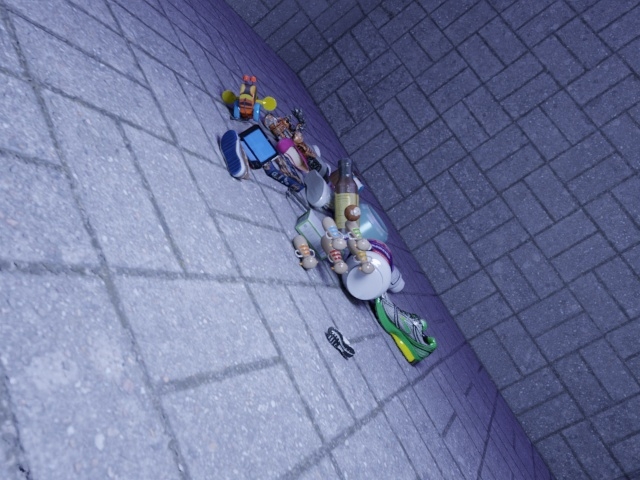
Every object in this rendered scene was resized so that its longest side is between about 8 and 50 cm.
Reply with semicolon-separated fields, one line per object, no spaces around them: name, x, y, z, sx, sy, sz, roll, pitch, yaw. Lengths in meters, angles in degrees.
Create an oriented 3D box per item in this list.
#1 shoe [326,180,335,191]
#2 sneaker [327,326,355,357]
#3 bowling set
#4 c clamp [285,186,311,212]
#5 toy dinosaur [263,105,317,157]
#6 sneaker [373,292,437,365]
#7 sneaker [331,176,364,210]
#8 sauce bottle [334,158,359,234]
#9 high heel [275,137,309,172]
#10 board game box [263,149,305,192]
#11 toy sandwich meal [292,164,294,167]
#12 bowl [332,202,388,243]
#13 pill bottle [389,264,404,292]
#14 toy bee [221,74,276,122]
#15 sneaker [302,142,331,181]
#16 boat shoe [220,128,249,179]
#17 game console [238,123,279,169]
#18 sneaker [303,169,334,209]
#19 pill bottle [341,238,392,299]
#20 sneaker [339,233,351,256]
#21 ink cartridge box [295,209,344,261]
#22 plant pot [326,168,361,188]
shoe;0.050;-0.249;2.339;0.081;0.063;0.178;48;12;-8
sneaker;0.052;0.280;1.299;0.109;0.040;0.044;54;-1;-19
bowling set;0.072;0.001;1.474;0.286;0.200;0.154;-2;48;-30
c clamp;-0.083;-0.146;1.811;0.160;0.022;0.137;44;14;-32
toy dinosaur;-0.144;-0.494;2.194;0.322;0.164;0.218;61;21;-45
sneaker;0.327;0.314;1.836;0.344;0.146;0.134;52;16;-7
sneaker;0.108;-0.219;2.174;0.092;0.228;0.087;52;45;6
sauce bottle;0.114;-0.180;2.028;0.111;0.111;0.345;20;68;-65
high heel;-0.118;-0.370;2.058;0.117;0.082;0.244;48;0;15
board game box;-0.164;-0.292;1.824;0.165;0.042;0.243;61;16;21
toy sandwich meal;-0.116;-0.287;1.982;0.085;0.029;0.086;49;16;-20
bowl;0.213;-0.059;2.247;0.311;0.163;0.311;50;15;-19
pill bottle;0.312;0.157;2.190;0.193;0.108;0.108;47;17;-29
toy bee;-0.259;-0.530;1.752;0.195;0.162;0.298;3;17;-24
sneaker;-0.035;-0.389;2.352;0.108;0.100;0.272;16;36;-45
boat shoe;-0.261;-0.260;1.441;0.066;0.066;0.183;40;31;-57
game console;-0.228;-0.330;1.628;0.144;0.085;0.124;54;15;-2
sneaker;0.021;-0.194;2.055;0.169;0.108;0.293;44;17;-27
pill bottle;0.178;0.109;1.747;0.181;0.181;0.323;54;15;-5
sneaker;0.075;0.027;1.857;0.223;0.083;0.098;-1;78;-67
ink cartridge box;0.000;0.000;1.666;0.209;0.062;0.109;51;16;-14
plant pot;0.117;-0.318;2.495;0.167;0.165;0.167;49;15;-19
